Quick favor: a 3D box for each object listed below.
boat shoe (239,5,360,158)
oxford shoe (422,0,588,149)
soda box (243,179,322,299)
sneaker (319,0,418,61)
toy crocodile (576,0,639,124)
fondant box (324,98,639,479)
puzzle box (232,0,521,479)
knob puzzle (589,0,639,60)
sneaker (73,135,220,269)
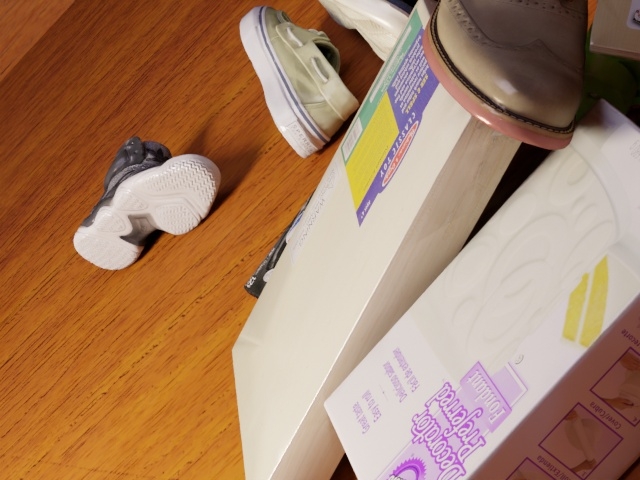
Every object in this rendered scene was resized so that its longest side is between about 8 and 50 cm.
[{"bbox_3d":[-0.019,-0.198,2.041,0.094,0.109,0.302,-32,35,8],"label":"boat shoe"},{"bbox_3d":[0.158,-0.203,1.380,0.348,0.123,0.130,-93,25,-52],"label":"oxford shoe"},{"bbox_3d":[0.000,0.000,1.736,0.169,0.060,0.053,-54,24,-6],"label":"soda box"},{"bbox_3d":[0.078,-0.300,1.954,0.148,0.131,0.350,-43,28,2],"label":"sneaker"},{"bbox_3d":[0.221,-0.142,1.500,0.340,0.105,0.115,-12,45,51],"label":"toy crocodile"},{"bbox_3d":[0.164,0.077,1.273,0.330,0.096,0.238,-49,23,9],"label":"fondant box"},{"bbox_3d":[0.036,0.014,1.513,0.409,0.052,0.272,-62,17,23],"label":"puzzle box"},{"bbox_3d":[0.311,-0.205,1.362,0.213,0.030,0.213,-3,57,5],"label":"knob puzzle"},{"bbox_3d":[-0.207,-0.076,2.180,0.268,0.101,0.153,-32,32,44],"label":"sneaker"}]
